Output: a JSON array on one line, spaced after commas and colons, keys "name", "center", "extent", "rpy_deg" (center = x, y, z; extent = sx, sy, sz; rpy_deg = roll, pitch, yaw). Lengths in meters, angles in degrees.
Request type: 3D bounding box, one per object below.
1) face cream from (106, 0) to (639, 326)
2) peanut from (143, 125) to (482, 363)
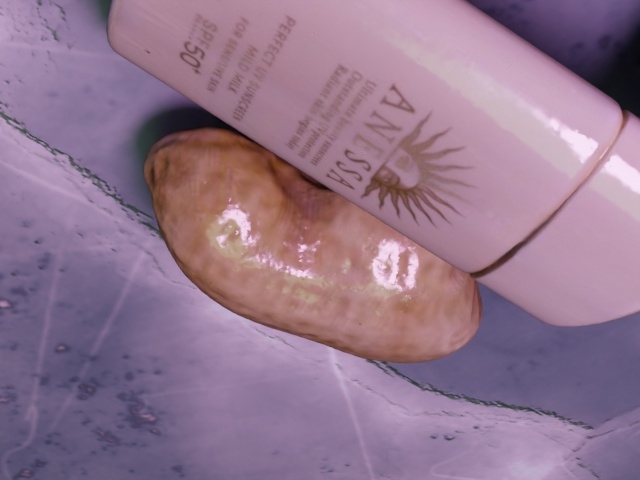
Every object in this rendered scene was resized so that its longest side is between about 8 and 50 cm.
[{"name": "face cream", "center": [0.052, -0.068, 0.635], "extent": [0.348, 0.081, 0.173], "rpy_deg": [33, 148, -5]}, {"name": "peanut", "center": [0.000, 0.000, 0.765], "extent": [0.253, 0.122, 0.137], "rpy_deg": [17, 132, -12]}]
